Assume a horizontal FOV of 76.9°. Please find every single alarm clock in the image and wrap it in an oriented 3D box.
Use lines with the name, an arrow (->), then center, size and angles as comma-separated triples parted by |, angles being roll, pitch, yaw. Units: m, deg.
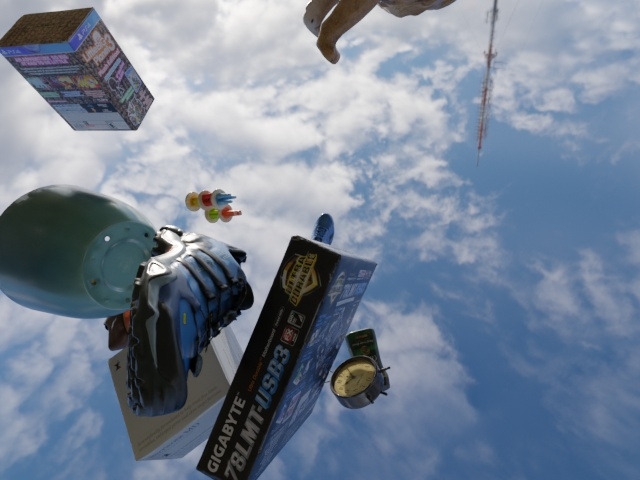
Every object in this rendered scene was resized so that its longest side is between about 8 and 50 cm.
alarm clock -> 0.078, 0.356, 1.018 | 0.192, 0.064, 0.129 | -4, -147, 40

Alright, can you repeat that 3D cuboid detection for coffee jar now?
coffee jar -> 0.138, 0.360, 1.196 | 0.096, 0.079, 0.184 | -11, -116, -10

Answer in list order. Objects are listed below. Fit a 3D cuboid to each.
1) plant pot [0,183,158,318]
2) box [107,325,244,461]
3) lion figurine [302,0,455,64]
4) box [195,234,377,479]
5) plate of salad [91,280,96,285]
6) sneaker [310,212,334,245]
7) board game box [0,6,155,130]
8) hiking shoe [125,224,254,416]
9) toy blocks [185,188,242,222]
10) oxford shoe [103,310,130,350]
plant pot -> -0.482, 0.033, 0.859 | 0.236, 0.293, 0.292 | 9, -117, 30
box -> -0.223, 0.230, 0.671 | 0.181, 0.119, 0.181 | -36, -122, 0
lion figurine -> 0.011, -0.355, 0.398 | 0.240, 0.393, 0.142 | -42, -140, 27
box -> -0.021, 0.148, 0.580 | 0.074, 0.295, 0.292 | 22, -88, 15
plate of salad -> -0.663, 0.063, 1.062 | 0.200, 0.048, 0.199 | 19, -143, -15
sneaker -> 0.000, 0.000, 1.262 | 0.069, 0.082, 0.209 | 14, -110, 5
board game box -> -0.658, -0.457, 1.118 | 0.233, 0.291, 0.140 | 4, -119, 15
hiking shoe -> -0.140, 0.066, 0.469 | 0.132, 0.113, 0.304 | 8, -154, -17
toy blocks -> -0.254, -0.087, 1.037 | 0.148, 0.123, 0.054 | 0, -114, 34
oxford shoe -> -0.569, 0.201, 1.140 | 0.099, 0.096, 0.271 | -31, -143, -12
